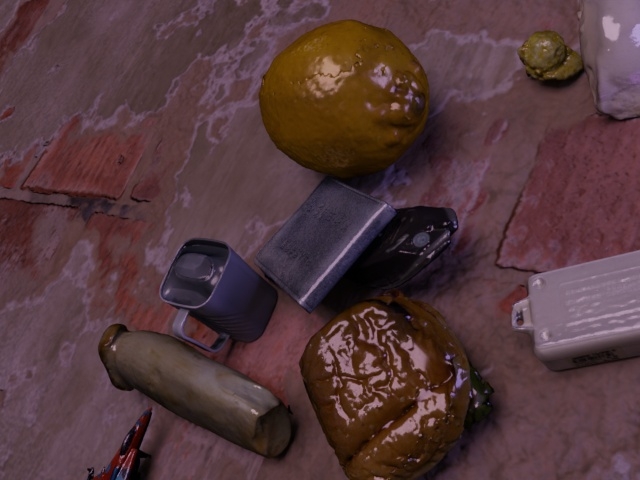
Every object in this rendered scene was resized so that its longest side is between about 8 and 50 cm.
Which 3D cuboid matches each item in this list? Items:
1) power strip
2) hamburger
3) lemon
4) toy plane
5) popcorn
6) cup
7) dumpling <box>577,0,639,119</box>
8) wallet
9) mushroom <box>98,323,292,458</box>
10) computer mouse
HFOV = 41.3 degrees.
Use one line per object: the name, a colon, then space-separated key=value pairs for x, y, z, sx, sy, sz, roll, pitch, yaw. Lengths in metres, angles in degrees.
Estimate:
power strip: x=0.357 y=0.051 z=0.831 sx=0.338 sy=0.058 sz=0.098 roll=-16 pitch=53 yaw=26
hamburger: x=0.068 y=0.153 z=0.916 sx=0.183 sy=0.130 sz=0.206 roll=-40 pitch=49 yaw=9
lemon: x=0.031 y=-0.184 z=1.115 sx=0.260 sy=0.204 sz=0.204 roll=10 pitch=67 yaw=44
toy plane: x=-0.253 y=0.304 z=1.081 sx=0.130 sy=0.061 sz=0.189 roll=11 pitch=64 yaw=40
popcorn: x=0.289 y=-0.228 z=1.065 sx=0.083 sy=0.068 sz=0.059 roll=29 pitch=88 yaw=11
cup: x=-0.136 y=0.080 z=1.100 sx=0.095 sy=0.129 sz=0.128 roll=6 pitch=65 yaw=38
dumpling: x=0.372 y=-0.240 z=0.990 sx=0.134 sy=0.100 sz=0.169 roll=-9 pitch=57 yaw=15
wallet: x=-0.002 y=-0.002 z=1.075 sx=0.167 sy=0.036 sz=0.222 roll=-48 pitch=21 yaw=-3
mushroom: x=-0.165 y=0.181 z=1.071 sx=0.312 sy=0.100 sz=0.081 roll=16 pitch=49 yaw=37
computer mouse: x=0.092 y=0.013 z=1.022 sx=0.192 sy=0.062 sz=0.106 roll=-11 pitch=38 yaw=46
